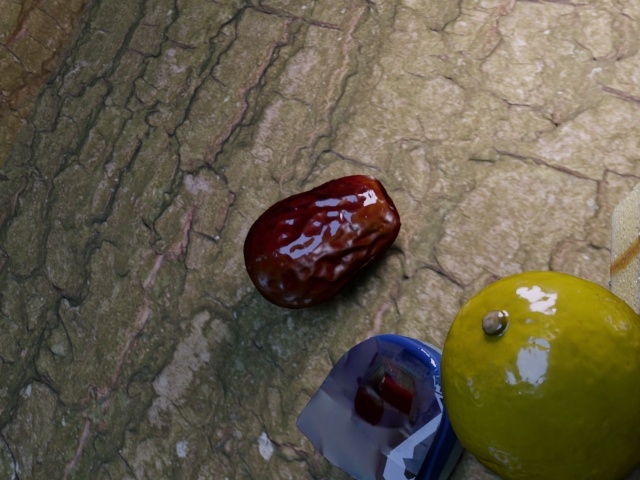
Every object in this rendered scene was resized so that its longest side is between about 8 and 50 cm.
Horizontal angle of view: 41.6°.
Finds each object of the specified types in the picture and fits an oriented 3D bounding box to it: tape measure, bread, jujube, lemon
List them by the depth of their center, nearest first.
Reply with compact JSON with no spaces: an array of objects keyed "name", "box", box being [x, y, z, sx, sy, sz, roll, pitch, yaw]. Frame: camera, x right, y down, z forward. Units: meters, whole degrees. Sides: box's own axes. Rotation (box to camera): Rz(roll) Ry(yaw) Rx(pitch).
[{"name":"lemon","box":[0.340,0.209,1.255,0.347,0.348,0.348,-14,64,29]},{"name":"bread","box":[0.574,0.040,1.359,0.178,0.135,0.240,7,71,1]},{"name":"tape measure","box":[0.132,0.297,1.482,0.259,0.138,0.262,28,88,37]},{"name":"jujube","box":[0.000,0.000,1.664,0.318,0.223,0.223,-30,56,12]}]
